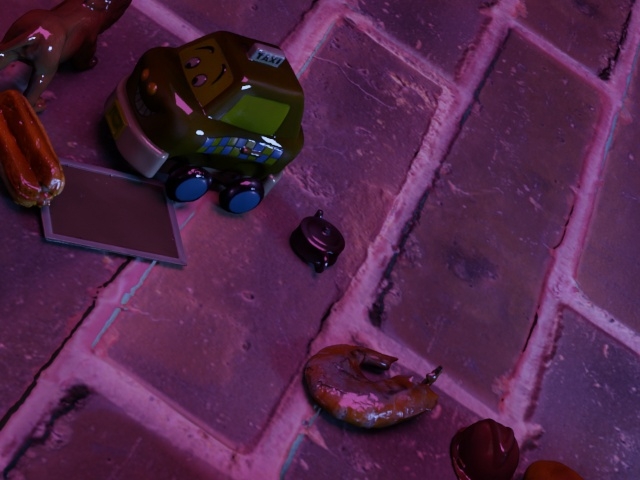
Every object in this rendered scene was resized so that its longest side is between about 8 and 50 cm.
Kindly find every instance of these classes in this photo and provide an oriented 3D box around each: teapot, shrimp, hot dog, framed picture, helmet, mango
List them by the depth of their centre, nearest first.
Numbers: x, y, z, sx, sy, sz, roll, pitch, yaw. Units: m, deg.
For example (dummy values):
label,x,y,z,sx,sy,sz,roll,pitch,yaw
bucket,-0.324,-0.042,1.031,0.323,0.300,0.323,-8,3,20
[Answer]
label,x,y,z,sx,sy,sz,roll,pitch,yaw
hot dog,-0.347,-0.106,1.752,0.071,0.045,0.165,-22,61,-18
framed picture,-0.251,-0.035,1.797,0.183,0.011,0.142,12,42,-31
shrimp,0.066,0.164,1.802,0.188,0.051,0.132,4,47,-34
mango,0.283,0.310,1.813,0.080,0.060,0.114,-2,50,-21
helmet,0.208,0.253,1.817,0.089,0.057,0.111,27,36,-17
teapot,0.000,0.000,1.939,0.068,0.045,0.100,17,38,-22

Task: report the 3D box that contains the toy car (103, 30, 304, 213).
label,x,y,z,sx,sy,sz,roll,pitch,yaw
toy car,-0.123,-0.172,1.893,0.248,0.198,0.204,10,43,-40

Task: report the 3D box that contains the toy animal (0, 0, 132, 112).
label,x,y,z,sx,sy,sz,roll,pitch,yaw
toy animal,-0.324,-0.259,1.867,0.097,0.157,0.312,37,34,2
